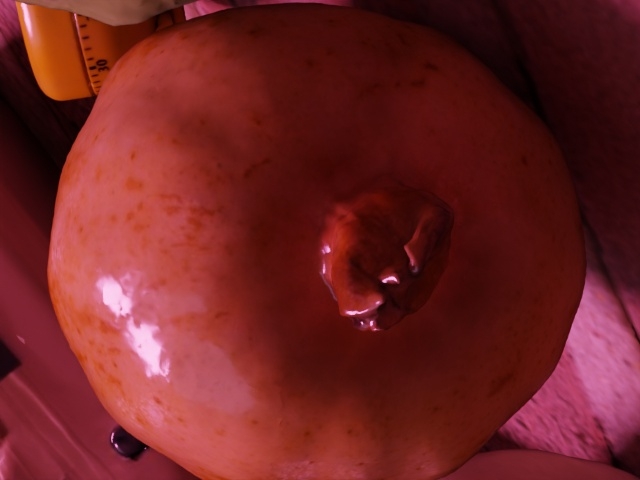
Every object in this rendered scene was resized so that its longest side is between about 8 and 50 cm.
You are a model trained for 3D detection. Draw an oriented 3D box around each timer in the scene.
[{"bbox_3d":[-0.116,-0.112,0.791,0.107,0.109,0.107,170,90,-88],"label":"timer"}]

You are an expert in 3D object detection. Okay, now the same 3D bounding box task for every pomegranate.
[{"bbox_3d":[-0.004,0.000,0.716,0.207,0.207,0.207,34,157,17],"label":"pomegranate"}]

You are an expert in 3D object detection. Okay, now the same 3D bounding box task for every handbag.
[{"bbox_3d":[-0.180,0.044,1.074,0.302,0.149,0.283,52,-173,-9],"label":"handbag"}]

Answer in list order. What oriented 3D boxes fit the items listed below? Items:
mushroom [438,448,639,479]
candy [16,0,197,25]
[{"bbox_3d":[0.052,0.206,0.941,0.336,0.314,0.314,49,169,46],"label":"mushroom"},{"bbox_3d":[-0.096,-0.206,0.584,0.142,0.132,0.343,-7,150,2],"label":"candy"}]
